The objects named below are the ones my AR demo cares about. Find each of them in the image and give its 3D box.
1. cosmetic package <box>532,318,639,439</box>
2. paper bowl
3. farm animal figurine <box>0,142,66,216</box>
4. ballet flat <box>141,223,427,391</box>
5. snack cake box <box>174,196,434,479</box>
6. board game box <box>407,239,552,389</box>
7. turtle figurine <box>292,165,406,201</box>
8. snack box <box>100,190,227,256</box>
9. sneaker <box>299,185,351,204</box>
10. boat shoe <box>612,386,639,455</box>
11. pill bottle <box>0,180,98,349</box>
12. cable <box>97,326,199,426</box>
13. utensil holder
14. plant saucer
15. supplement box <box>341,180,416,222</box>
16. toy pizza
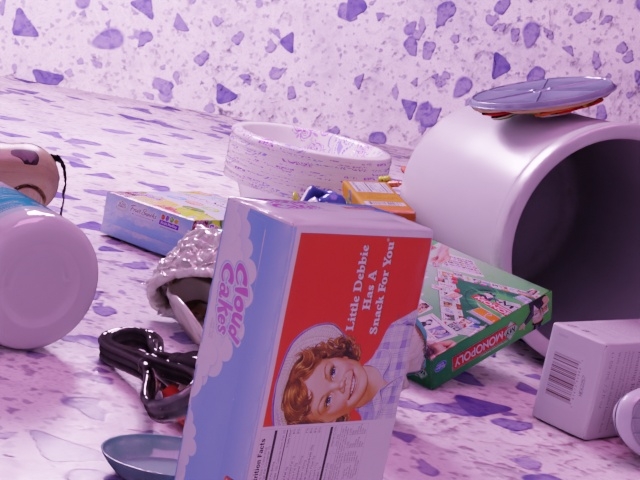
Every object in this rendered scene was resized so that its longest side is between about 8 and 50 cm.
[{"bbox_3d":[0.354,0.157,1.700,0.231,0.117,0.085,0,17,-43],"label":"cosmetic package"},{"bbox_3d":[-0.028,-0.106,2.542,0.284,0.148,0.284,12,11,-2],"label":"paper bowl"},{"bbox_3d":[-0.471,-0.084,1.874,0.326,0.172,0.330,4,14,-37],"label":"farm animal figurine"},{"bbox_3d":[-0.057,0.095,1.620,0.147,0.147,0.409,3,11,-40],"label":"ballet flat"},{"bbox_3d":[-0.016,0.104,1.157,0.152,0.264,0.089,3,13,-41],"label":"snack cake box"},{"bbox_3d":[0.098,0.067,1.833,0.213,0.046,0.317,-25,34,-35],"label":"board game box"},{"bbox_3d":[0.060,-0.029,2.356,0.217,0.087,0.270,6,44,-3],"label":"turtle figurine"},{"bbox_3d":[-0.186,-0.022,2.146,0.174,0.070,0.207,18,11,34],"label":"snack box"},{"bbox_3d":[0.000,0.000,2.078,0.111,0.131,0.296,11,12,-15],"label":"sneaker"},{"bbox_3d":[0.374,0.203,1.622,0.075,0.083,0.226,7,-7,44],"label":"boat shoe"},{"bbox_3d":[-0.360,0.011,1.582,0.146,0.146,0.264,3,13,-38],"label":"pill bottle"},{"bbox_3d":[-0.151,0.145,1.442,0.139,0.072,0.287,-19,16,-38],"label":"cable"},{"bbox_3d":[0.316,-0.027,2.062,0.327,0.328,0.385,8,10,-21],"label":"utensil holder"},{"bbox_3d":[-0.126,0.189,1.234,0.119,0.021,0.119,9,6,-1],"label":"plant saucer"},{"bbox_3d":[0.082,-0.031,2.163,0.080,0.078,0.233,3,12,-6],"label":"supplement box"},{"bbox_3d":[0.303,-0.190,2.003,0.201,0.032,0.201,-7,14,2],"label":"toy pizza"}]
